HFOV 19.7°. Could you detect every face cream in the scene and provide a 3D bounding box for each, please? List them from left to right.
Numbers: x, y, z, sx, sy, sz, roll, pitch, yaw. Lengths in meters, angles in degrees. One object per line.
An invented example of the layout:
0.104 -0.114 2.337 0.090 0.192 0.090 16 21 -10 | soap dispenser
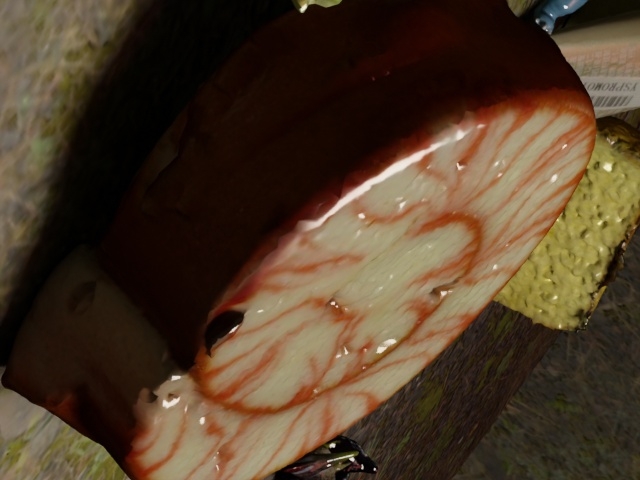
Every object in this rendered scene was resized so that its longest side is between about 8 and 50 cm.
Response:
0.269 -0.156 1.602 0.341 0.084 0.137 -16 150 -23 | face cream

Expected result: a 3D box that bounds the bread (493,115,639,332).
0.254 -0.046 1.852 0.147 0.160 0.260 -49 161 -48 | bread

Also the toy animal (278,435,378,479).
-0.008 0.225 1.799 0.105 0.070 0.202 -35 170 0 | toy animal

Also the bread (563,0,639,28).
0.284 -0.198 1.722 0.156 0.086 0.125 -60 166 18 | bread

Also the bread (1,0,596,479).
0.003 -0.002 1.009 0.295 0.114 0.327 -8 142 -51 | bread

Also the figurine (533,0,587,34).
0.204 -0.235 1.340 0.178 0.114 0.144 -49 166 12 | figurine

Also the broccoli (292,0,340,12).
0.037 -0.182 0.686 0.243 0.247 0.263 -24 -123 48 | broccoli
